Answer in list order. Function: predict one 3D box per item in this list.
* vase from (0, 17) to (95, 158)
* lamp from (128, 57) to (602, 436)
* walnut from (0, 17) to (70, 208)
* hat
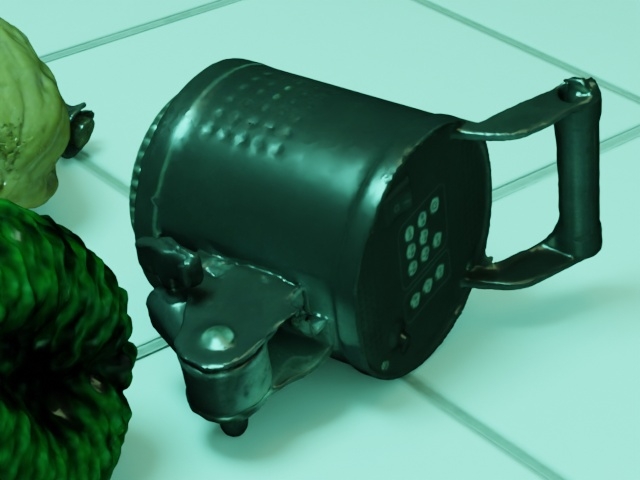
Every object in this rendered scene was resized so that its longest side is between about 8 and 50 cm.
[{"bbox_3d":[-0.294,-0.139,1.613,0.183,0.120,0.120,27,38,15],"label":"vase"},{"bbox_3d":[-0.004,-0.029,1.329,0.374,0.205,0.272,-31,46,-25],"label":"lamp"},{"bbox_3d":[-0.316,-0.102,1.462,0.198,0.198,0.245,-18,45,-27],"label":"walnut"},{"bbox_3d":[-0.308,0.075,1.121,0.332,0.274,0.242,2,66,20],"label":"hat"}]
